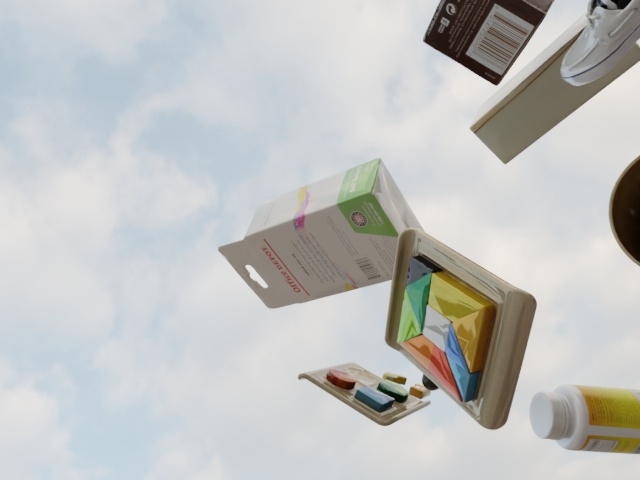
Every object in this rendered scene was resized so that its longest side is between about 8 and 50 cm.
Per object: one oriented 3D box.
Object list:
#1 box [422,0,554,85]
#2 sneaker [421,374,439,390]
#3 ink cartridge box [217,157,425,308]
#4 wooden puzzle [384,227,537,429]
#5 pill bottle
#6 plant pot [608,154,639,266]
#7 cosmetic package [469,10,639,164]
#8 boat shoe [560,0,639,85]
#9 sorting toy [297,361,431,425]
[{"bbox_3d":[0.321,-0.429,1.026,0.203,0.167,0.168,-54,-6,-33],"label":"box"},{"bbox_3d":[0.265,0.214,1.096,0.170,0.051,0.089,-33,-28,-26],"label":"sneaker"},{"bbox_3d":[0.000,0.000,1.112,0.354,0.119,0.207,-17,-55,29],"label":"ink cartridge box"},{"bbox_3d":[0.180,0.122,0.813,0.044,0.239,0.221,-12,-61,-32],"label":"wooden puzzle"},{"bbox_3d":[0.504,0.327,1.043,0.215,0.117,0.117,6,-58,-7],"label":"pill bottle"},{"bbox_3d":[0.640,-0.021,0.970,0.237,0.237,0.254,-48,-34,13],"label":"plant pot"},{"bbox_3d":[0.451,-0.304,1.101,0.113,0.160,0.309,43,-53,-5],"label":"cosmetic package"},{"bbox_3d":[0.429,-0.334,0.816,0.084,0.095,0.258,19,-38,-15],"label":"boat shoe"},{"bbox_3d":[0.122,0.311,1.233,0.307,0.229,0.041,7,-79,-58],"label":"sorting toy"}]
